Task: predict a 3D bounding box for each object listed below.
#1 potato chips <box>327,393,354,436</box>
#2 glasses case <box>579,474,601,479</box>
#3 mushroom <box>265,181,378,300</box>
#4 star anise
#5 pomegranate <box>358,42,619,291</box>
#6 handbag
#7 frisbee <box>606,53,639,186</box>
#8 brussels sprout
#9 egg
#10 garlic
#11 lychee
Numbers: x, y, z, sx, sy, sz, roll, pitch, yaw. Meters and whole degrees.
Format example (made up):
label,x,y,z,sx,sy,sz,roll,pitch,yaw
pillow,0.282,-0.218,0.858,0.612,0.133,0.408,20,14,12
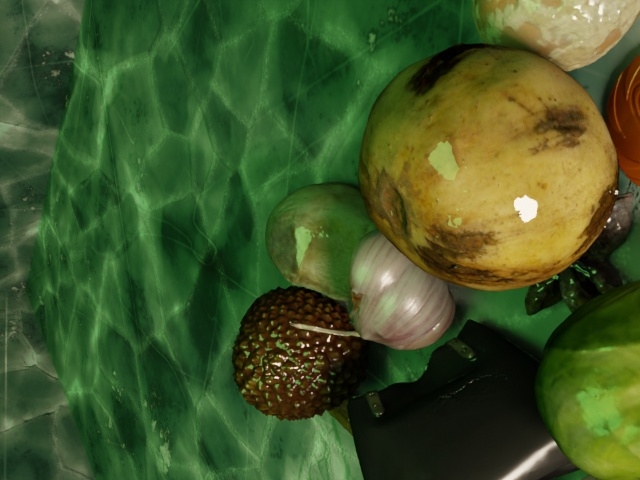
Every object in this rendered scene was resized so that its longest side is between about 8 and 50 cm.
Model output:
label,x,y,z,sx,sy,sz,roll,pitch,yaw
potato chips,0.063,0.351,1.470,0.407,0.057,0.080,36,137,44
glasses case,0.428,0.464,0.993,0.131,0.070,0.313,-13,84,53
mushroom,0.004,-0.004,1.404,0.267,0.164,0.190,55,136,32
star anise,0.333,0.015,1.047,0.197,0.073,0.212,4,96,50
pomegranate,0.197,-0.088,0.931,0.322,0.322,0.322,12,105,52
handbag,0.201,0.275,1.107,0.288,0.342,0.152,56,177,48
frisbee,0.428,-0.149,0.926,0.192,0.035,0.192,10,102,52
brussels sprout,0.382,0.150,0.888,0.271,0.219,0.210,-41,64,12
egg,0.298,-0.316,0.934,0.245,0.203,0.203,-40,64,46
garlic,0.086,0.079,1.250,0.256,0.207,0.207,-12,85,22
lychee,-0.032,0.212,1.423,0.267,0.267,0.268,12,105,52
